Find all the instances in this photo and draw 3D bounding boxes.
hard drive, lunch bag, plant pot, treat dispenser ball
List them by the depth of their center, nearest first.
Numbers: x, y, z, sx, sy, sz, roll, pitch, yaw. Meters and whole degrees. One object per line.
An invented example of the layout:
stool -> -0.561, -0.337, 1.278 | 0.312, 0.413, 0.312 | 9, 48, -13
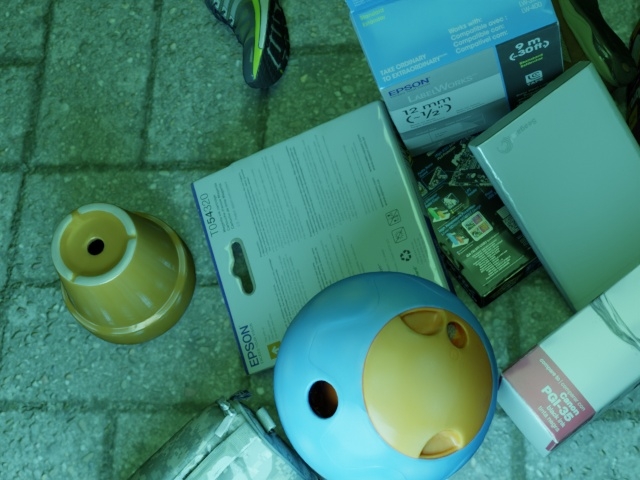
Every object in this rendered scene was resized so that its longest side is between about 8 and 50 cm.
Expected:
treat dispenser ball -> 0.084, 0.182, 1.362 | 0.288, 0.288, 0.288 | -3, 70, 8
lunch bag -> -0.154, 0.360, 1.402 | 0.212, 0.256, 0.305 | 42, 81, 19
hard drive -> 0.370, -0.068, 1.492 | 0.203, 0.040, 0.307 | -37, 108, -5
plant pot -> -0.309, 0.035, 1.579 | 0.205, 0.188, 0.205 | -3, 70, 8

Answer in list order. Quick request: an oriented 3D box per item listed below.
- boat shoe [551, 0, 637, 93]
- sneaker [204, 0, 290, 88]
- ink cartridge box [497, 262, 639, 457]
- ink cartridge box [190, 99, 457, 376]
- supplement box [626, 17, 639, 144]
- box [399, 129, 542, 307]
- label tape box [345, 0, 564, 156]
boat shoe -> 0.368, -0.338, 1.641 | 0.120, 0.123, 0.324 | -43, 46, 31
sneaker -> -0.127, -0.377, 1.756 | 0.121, 0.111, 0.299 | -13, 63, 15
ink cartridge box -> 0.380, 0.153, 1.419 | 0.283, 0.207, 0.117 | -37, 72, -5
ink cartridge box -> 0.000, 0.000, 1.578 | 0.330, 0.071, 0.324 | -22, 74, 17
supplement box -> 0.514, -0.247, 1.594 | 0.081, 0.104, 0.188 | 7, 71, 4
box -> 0.268, -0.099, 1.600 | 0.296, 0.073, 0.293 | -37, 69, -4
label tape box -> 0.192, -0.262, 1.437 | 0.249, 0.347, 0.115 | -20, 70, 9
